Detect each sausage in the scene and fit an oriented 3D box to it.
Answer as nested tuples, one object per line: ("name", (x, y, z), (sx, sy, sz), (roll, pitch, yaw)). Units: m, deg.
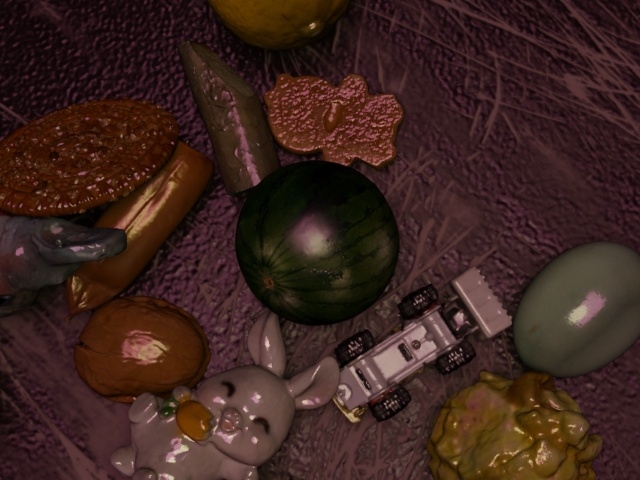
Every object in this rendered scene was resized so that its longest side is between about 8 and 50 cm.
("sausage", (-0.288, -0.014, 1.600), (0.112, 0.112, 0.328), (37, 85, 7))

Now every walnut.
("walnut", (-0.275, 0.162, 1.587), (0.211, 0.087, 0.167), (2, 79, 3))

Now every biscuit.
("biscuit", (-0.358, -0.134, 1.560), (0.305, 0.038, 0.305), (-8, 37, 6))
("biscuit", (0.016, -0.187, 1.651), (0.226, 0.036, 0.166), (10, 82, 7))

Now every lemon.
("lemon", (-0.073, -0.433, 1.587), (0.245, 0.245, 0.319), (-25, 72, -1))

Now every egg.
("egg", (0.381, 0.101, 1.526), (0.231, 0.168, 0.168), (-42, 82, -3))

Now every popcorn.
("popcorn", (0.279, 0.302, 1.481), (0.259, 0.212, 0.259), (-21, 49, 26))

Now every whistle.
("whistle", (-0.434, 0.016, 1.513), (0.348, 0.189, 0.189), (-14, 81, 23))

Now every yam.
("yam", (-0.138, -0.196, 1.626), (0.106, 0.106, 0.259), (-19, 83, 0))

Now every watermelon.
("watermelon", (-0.003, 0.002, 1.520), (0.242, 0.242, 0.242), (0, 82, 2))

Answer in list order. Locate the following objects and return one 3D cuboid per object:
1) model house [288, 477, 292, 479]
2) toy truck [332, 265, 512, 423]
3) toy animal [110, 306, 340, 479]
("model house", (-0.117, 0.446, 1.486), (0.160, 0.196, 0.254), (36, 84, 9))
("toy truck", (0.136, 0.157, 1.558), (0.286, 0.111, 0.136), (-32, 84, -4))
("toy animal", (-0.137, 0.253, 1.522), (0.208, 0.154, 0.325), (39, 74, 24))
